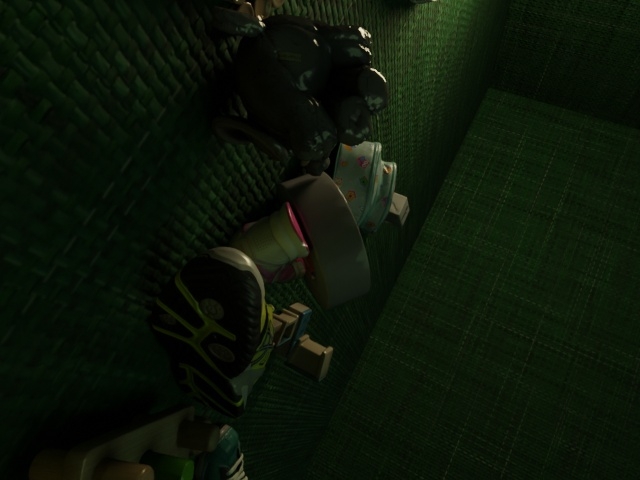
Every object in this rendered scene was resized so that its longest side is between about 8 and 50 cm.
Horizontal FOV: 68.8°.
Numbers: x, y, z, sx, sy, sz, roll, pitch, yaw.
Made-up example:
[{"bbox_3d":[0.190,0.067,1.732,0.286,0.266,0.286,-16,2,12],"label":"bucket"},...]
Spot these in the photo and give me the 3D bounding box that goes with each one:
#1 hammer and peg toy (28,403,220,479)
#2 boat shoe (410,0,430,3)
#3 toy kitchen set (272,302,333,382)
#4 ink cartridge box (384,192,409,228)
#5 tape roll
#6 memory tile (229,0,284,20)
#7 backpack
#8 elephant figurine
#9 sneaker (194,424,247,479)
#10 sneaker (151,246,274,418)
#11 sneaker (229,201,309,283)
[{"bbox_3d":[-0.218,0.359,0.604,0.361,0.128,0.265,46,50,-76],"label":"hammer and peg toy"},{"bbox_3d":[0.232,-0.535,0.952,0.277,0.096,0.098,-34,143,-60],"label":"boat shoe"},{"bbox_3d":[-0.040,0.240,1.026,0.207,0.166,0.122,-7,119,-70],"label":"toy kitchen set"},{"bbox_3d":[0.210,-0.099,1.429,0.061,0.105,0.181,-65,163,-5],"label":"ink cartridge box"},{"bbox_3d":[0.000,0.000,0.762,0.073,0.219,0.219,-21,146,-13],"label":"tape roll"},{"bbox_3d":[-0.063,-0.309,0.523,0.148,0.012,0.113,-56,160,-31],"label":"memory tile"},{"bbox_3d":[0.064,-0.099,0.871,0.188,0.145,0.165,84,18,-74],"label":"backpack"},{"bbox_3d":[-0.045,-0.156,0.566,0.170,0.239,0.185,-26,100,-24],"label":"elephant figurine"},{"bbox_3d":[-0.197,0.525,1.004,0.108,0.121,0.301,-40,148,-56],"label":"sneaker"},{"bbox_3d":[-0.137,0.120,0.678,0.384,0.145,0.147,108,8,-51],"label":"sneaker"},{"bbox_3d":[-0.090,0.019,0.737,0.111,0.102,0.252,-21,166,-10],"label":"sneaker"}]
